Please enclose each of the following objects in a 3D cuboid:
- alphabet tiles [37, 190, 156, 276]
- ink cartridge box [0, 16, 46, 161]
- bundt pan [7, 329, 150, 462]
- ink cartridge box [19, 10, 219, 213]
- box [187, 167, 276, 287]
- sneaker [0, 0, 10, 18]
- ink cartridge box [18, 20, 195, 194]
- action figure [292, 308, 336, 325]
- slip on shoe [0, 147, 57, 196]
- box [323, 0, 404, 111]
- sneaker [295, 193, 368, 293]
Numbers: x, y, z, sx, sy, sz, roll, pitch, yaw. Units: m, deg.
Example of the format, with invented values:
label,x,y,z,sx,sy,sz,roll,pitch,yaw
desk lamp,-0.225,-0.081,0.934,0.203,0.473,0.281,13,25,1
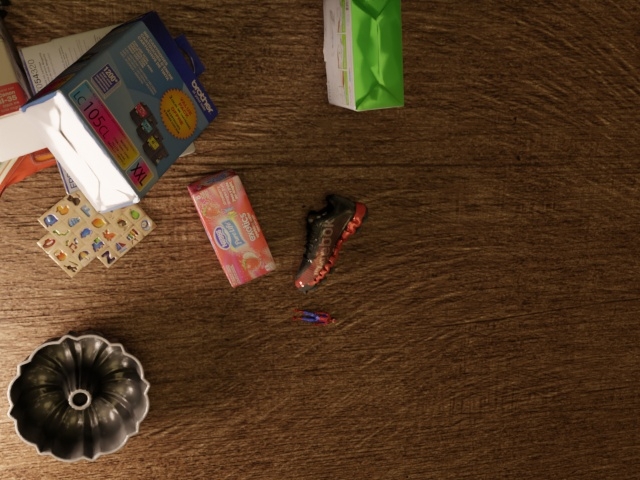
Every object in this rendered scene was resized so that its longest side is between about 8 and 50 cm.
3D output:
label,x,y,z,sx,sy,sz,roll,pitch,yaw
alphabet tiles,-0.550,-0.030,1.912,0.237,0.009,0.198,-41,110,-2
ink cartridge box,-0.679,-0.335,1.645,0.117,0.207,0.283,-21,79,-10
bundt pan,-0.582,0.364,1.936,0.331,0.124,0.330,-3,103,-14
ink cartridge box,-0.389,-0.289,1.660,0.270,0.151,0.395,58,40,-28
box,-0.216,-0.033,1.936,0.123,0.128,0.256,-24,108,-8
sneaker,-0.705,-0.624,1.683,0.118,0.110,0.292,15,99,-9
ink cartridge box,-0.474,-0.307,1.778,0.330,0.071,0.324,-24,110,-31
action figure,-0.013,0.205,2.100,0.115,0.030,0.038,9,96,-19
slip on shoe,-0.638,-0.200,1.795,0.331,0.123,0.101,-48,114,-5
box,0.095,-0.446,1.865,0.127,0.231,0.262,-7,104,-13
sneaker,0.000,0.000,2.017,0.135,0.097,0.276,33,91,-20
